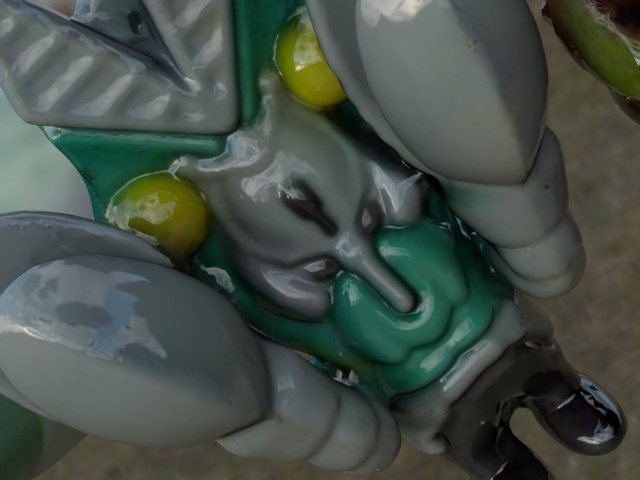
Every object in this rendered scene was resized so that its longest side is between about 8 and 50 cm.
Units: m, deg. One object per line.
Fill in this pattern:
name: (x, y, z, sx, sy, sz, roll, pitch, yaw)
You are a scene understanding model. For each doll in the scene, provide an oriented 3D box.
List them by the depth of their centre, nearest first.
doll: (0.009, -0.019, 0.585, 0.153, 0.258, 0.195, 29, 101, 69)

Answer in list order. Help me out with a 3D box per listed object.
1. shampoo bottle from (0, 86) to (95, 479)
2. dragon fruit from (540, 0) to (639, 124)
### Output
shampoo bottle: (-0.145, 0.022, 0.857, 0.349, 0.151, 0.222, -44, -9, -36)
dragon fruit: (0.175, -0.117, 0.583, 0.237, 0.303, 0.231, -34, -16, -5)
